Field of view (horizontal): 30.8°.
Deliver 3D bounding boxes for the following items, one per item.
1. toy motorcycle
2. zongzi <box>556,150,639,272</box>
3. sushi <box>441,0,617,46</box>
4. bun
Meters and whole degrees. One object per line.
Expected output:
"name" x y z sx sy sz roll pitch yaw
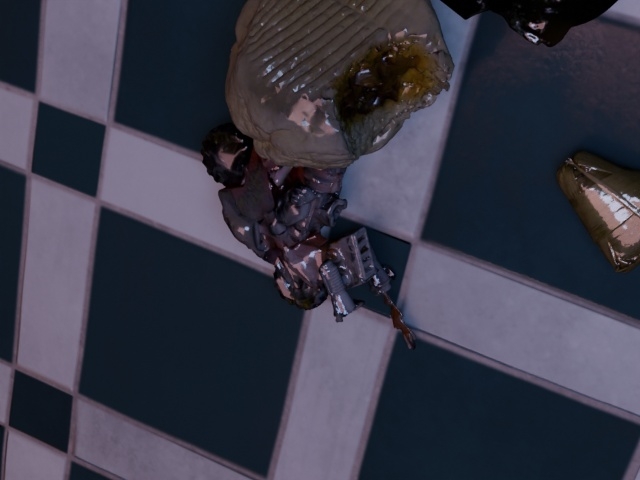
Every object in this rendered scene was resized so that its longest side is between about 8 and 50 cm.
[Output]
"toy motorcycle" 0.000 0.000 1.564 0.207 0.134 0.401 -23 98 38
"zongzi" 0.387 -0.065 1.383 0.176 0.078 0.160 -34 93 22
"sushi" 0.255 -0.334 1.239 0.212 0.227 0.215 41 123 6
"bun" 0.016 -0.205 1.420 0.281 0.281 0.205 19 156 18
